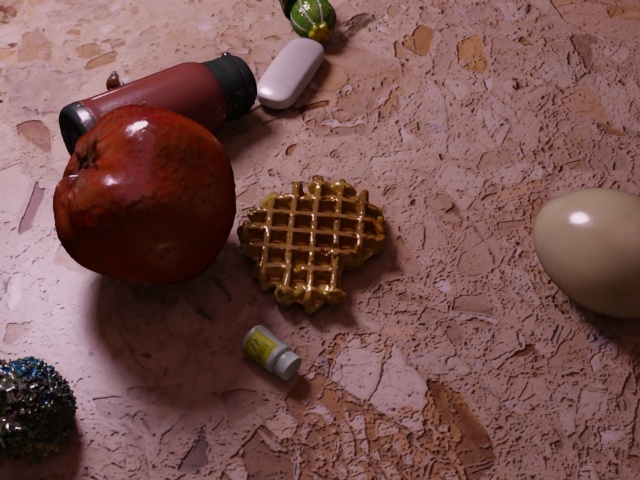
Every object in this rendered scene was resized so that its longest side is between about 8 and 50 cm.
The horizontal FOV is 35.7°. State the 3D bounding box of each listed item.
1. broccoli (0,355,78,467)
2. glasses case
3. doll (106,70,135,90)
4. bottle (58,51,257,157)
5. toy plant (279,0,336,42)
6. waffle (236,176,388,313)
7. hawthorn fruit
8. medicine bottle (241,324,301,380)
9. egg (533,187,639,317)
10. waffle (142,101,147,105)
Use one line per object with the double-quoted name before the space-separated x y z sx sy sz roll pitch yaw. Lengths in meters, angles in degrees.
"broccoli" -0.406 0.232 1.314 0.160 0.154 0.167 -29 44 25
"glasses case" -0.056 -0.313 1.850 0.074 0.049 0.193 19 49 13
"doll" -0.362 -0.269 1.805 0.058 0.040 0.085 9 48 -9
"bottle" -0.265 -0.222 1.696 0.336 0.144 0.144 -29 56 -25
"toy plant" -0.024 -0.451 1.947 0.093 0.092 0.162 -14 55 -15
"waffle" 0.000 -0.001 1.576 0.253 0.056 0.249 -20 53 -21
"hawthorn fruit" -0.250 -0.062 1.482 0.275 0.300 0.275 -10 71 30
"medicine bottle" -0.071 0.162 1.433 0.083 0.047 0.047 35 56 25
"egg" 0.436 0.016 1.499 0.242 0.186 0.186 29 53 32
"waffle" -0.228 -0.177 1.627 0.125 0.191 0.032 -30 53 -26
